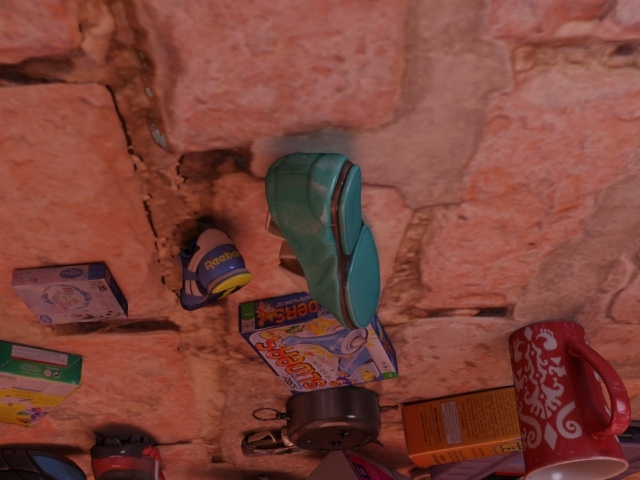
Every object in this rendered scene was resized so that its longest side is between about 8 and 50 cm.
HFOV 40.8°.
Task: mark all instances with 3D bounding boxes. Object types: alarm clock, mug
[{"bbox_3d":[-0.001,0.246,1.174,0.192,0.064,0.129,10,147,-17],"label":"alarm clock"},{"bbox_3d":[0.293,0.181,0.992,0.150,0.169,0.113,-28,142,33],"label":"mug"}]

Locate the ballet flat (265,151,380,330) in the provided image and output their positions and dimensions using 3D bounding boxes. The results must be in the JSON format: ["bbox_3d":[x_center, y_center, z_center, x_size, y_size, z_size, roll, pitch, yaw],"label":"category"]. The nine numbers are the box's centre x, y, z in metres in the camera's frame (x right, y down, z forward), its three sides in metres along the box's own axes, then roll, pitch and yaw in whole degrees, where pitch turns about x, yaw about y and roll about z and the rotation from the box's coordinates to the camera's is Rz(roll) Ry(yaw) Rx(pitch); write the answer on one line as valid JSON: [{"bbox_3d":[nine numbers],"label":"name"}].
[{"bbox_3d":[0.000,0.000,0.752,0.087,0.083,0.247,14,153,17],"label":"ballet flat"}]

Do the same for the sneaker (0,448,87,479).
[{"bbox_3d":[-0.515,0.380,1.310,0.341,0.125,0.139,-9,176,3],"label":"sneaker"}]

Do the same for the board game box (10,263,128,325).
[{"bbox_3d":[-0.246,0.054,0.851,0.090,0.020,0.090,-5,150,0],"label":"board game box"}]

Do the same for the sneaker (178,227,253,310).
[{"bbox_3d":[-0.104,0.028,0.801,0.053,0.059,0.144,-26,176,-26],"label":"sneaker"}]

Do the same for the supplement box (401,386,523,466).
[{"bbox_3d":[0.237,0.258,1.206,0.234,0.080,0.078,-14,150,12],"label":"supplement box"}]

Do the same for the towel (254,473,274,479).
[{"bbox_3d":[-0.082,0.567,1.423,0.121,0.235,0.283,-33,98,39],"label":"towel"}]

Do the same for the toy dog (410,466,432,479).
[{"bbox_3d":[0.133,0.533,1.576,0.334,0.161,0.220,-16,148,19],"label":"toy dog"}]

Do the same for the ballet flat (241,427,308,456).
[{"bbox_3d":[-0.063,0.297,1.274,0.114,0.041,0.041,-7,149,2],"label":"ballet flat"}]

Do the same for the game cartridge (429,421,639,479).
[{"bbox_3d":[0.382,0.352,1.407,0.355,0.068,0.230,7,143,-19],"label":"game cartridge"}]

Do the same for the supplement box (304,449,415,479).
[{"bbox_3d":[0.087,0.435,1.388,0.220,0.111,0.114,35,100,-36],"label":"supplement box"}]

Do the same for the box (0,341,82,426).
[{"bbox_3d":[-0.367,0.178,1.026,0.105,0.043,0.179,18,141,-33],"label":"box"}]

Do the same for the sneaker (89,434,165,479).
[{"bbox_3d":[-0.288,0.381,1.289,0.098,0.135,0.276,0,148,-4],"label":"sneaker"}]

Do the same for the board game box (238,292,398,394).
[{"bbox_3d":[0.003,0.117,0.975,0.136,0.035,0.201,-11,149,11],"label":"board game box"}]
